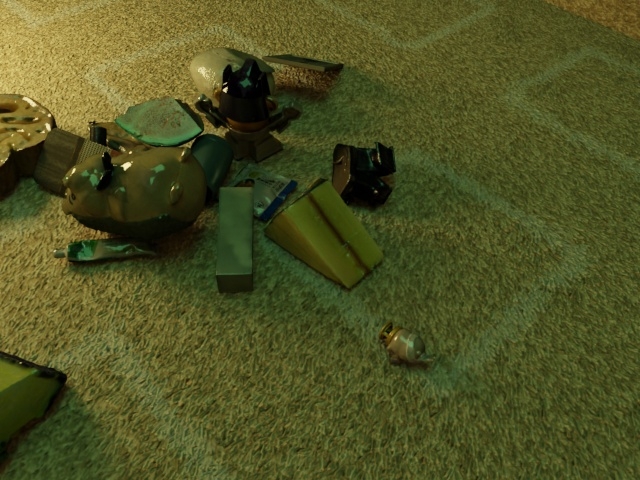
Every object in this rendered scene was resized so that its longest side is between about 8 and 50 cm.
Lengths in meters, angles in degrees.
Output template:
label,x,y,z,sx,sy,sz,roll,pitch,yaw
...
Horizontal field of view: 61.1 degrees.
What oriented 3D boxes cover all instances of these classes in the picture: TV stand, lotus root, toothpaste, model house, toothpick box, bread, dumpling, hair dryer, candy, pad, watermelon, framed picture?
label,x,y,z,sx,sy,sz,roll,pitch,yaw
TV stand,-0.208,-0.006,1.332,0.088,0.082,0.269,0,52,-6
lotus root,-0.942,-0.283,1.499,0.375,0.111,0.390,43,54,16
toothpaste,-0.521,0.022,1.331,0.248,0.046,0.078,-6,47,-11
model house,-0.628,0.299,1.040,0.194,0.170,0.211,13,20,17
toothpick box,-0.315,-0.192,1.483,0.120,0.120,0.184,8,51,4
bread,0.003,0.003,1.376,0.168,0.163,0.264,-37,91,-31
dumpling,-0.520,-0.254,1.549,0.332,0.086,0.166,39,38,29
hair dryer,-0.678,-0.224,1.497,0.195,0.050,0.173,1,86,15
candy,-0.279,-0.499,1.707,0.296,0.185,0.295,15,24,-7
model house,0.125,-0.183,1.513,0.164,0.141,0.203,13,67,-20
pad,-0.678,-0.120,1.431,0.250,0.055,0.323,21,74,8
watermelon,-0.423,-0.295,1.486,0.231,0.128,0.146,-23,60,-17
framed picture,-0.051,-0.609,1.852,0.213,0.016,0.289,14,23,10

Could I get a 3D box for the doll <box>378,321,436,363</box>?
label,x,y,z,sx,sy,sz,roll,pitch,yaw
doll,0.183,0.235,1.163,0.127,0.073,0.084,33,87,29

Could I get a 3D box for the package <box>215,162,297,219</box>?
label,x,y,z,sx,sy,sz,roll,pitch,yaw
package,-0.176,-0.138,1.500,0.173,0.027,0.171,22,51,19

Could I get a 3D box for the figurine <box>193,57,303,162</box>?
label,x,y,z,sx,sy,sz,roll,pitch,yaw
figurine,-0.202,-0.360,1.532,0.309,0.308,0.143,-8,54,-10

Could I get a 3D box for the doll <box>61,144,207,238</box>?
label,x,y,z,sx,sy,sz,roll,pitch,yaw
doll,-0.456,-0.121,1.309,0.350,0.247,0.247,-4,46,19
